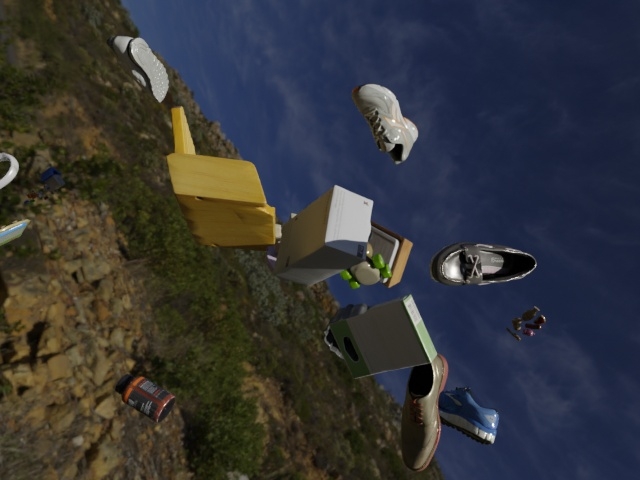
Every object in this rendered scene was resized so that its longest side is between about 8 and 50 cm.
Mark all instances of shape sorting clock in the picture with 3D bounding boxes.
[{"bbox_3d":[-1.040,-0.015,1.472,0.040,0.206,0.206,56,-29,-9],"label":"shape sorting clock"}]

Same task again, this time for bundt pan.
[{"bbox_3d":[0.184,0.377,1.881,0.331,0.124,0.330,11,-45,11],"label":"bundt pan"}]

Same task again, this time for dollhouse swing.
[{"bbox_3d":[-0.272,-0.178,1.304,0.346,0.316,0.304,102,-7,-67],"label":"dollhouse swing"}]

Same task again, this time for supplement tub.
[{"bbox_3d":[-0.621,0.549,1.610,0.198,0.106,0.106,27,-46,9],"label":"supplement tub"}]

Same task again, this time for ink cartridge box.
[{"bbox_3d":[0.158,0.254,1.185,0.235,0.056,0.171,-23,-89,34],"label":"ink cartridge box"}]

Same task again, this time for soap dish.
[{"bbox_3d":[0.275,0.053,2.059,0.291,0.118,0.228,35,-67,55],"label":"soap dish"}]

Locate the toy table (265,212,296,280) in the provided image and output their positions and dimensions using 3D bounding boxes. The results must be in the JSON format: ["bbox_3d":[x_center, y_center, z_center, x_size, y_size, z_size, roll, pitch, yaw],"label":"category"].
[{"bbox_3d":[-0.123,0.019,1.881,0.274,0.253,0.160,-116,-144,-49],"label":"toy table"}]

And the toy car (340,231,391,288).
[{"bbox_3d":[0.155,0.057,1.672,0.149,0.155,0.188,48,28,-48],"label":"toy car"}]

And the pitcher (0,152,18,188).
[{"bbox_3d":[-0.716,-0.092,0.911,0.125,0.178,0.206,73,25,-66],"label":"pitcher"}]

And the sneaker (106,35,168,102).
[{"bbox_3d":[-0.524,-0.499,1.332,0.235,0.095,0.090,78,24,-64],"label":"sneaker"}]

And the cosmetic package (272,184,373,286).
[{"bbox_3d":[0.000,0.000,1.516,0.385,0.156,0.217,-35,-140,55],"label":"cosmetic package"}]

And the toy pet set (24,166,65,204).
[{"bbox_3d":[-0.905,-0.181,1.485,0.065,0.114,0.122,56,5,-11],"label":"toy pet set"}]

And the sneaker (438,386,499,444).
[{"bbox_3d":[0.474,0.584,1.629,0.330,0.147,0.129,20,-27,32],"label":"sneaker"}]

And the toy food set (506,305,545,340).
[{"bbox_3d":[0.631,0.254,1.387,0.078,0.019,0.122,44,-53,3],"label":"toy food set"}]

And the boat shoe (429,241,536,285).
[{"bbox_3d":[0.428,0.058,1.183,0.096,0.336,0.112,-1,-89,56],"label":"boat shoe"}]

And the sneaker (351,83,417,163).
[{"bbox_3d":[0.175,-0.312,1.244,0.099,0.263,0.120,-9,-124,46],"label":"sneaker"}]

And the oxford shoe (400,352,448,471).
[{"bbox_3d":[0.287,0.499,1.357,0.123,0.130,0.347,0,-109,34],"label":"oxford shoe"}]
